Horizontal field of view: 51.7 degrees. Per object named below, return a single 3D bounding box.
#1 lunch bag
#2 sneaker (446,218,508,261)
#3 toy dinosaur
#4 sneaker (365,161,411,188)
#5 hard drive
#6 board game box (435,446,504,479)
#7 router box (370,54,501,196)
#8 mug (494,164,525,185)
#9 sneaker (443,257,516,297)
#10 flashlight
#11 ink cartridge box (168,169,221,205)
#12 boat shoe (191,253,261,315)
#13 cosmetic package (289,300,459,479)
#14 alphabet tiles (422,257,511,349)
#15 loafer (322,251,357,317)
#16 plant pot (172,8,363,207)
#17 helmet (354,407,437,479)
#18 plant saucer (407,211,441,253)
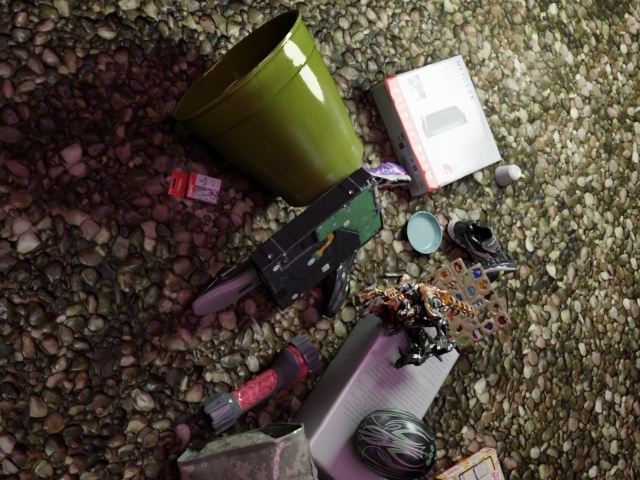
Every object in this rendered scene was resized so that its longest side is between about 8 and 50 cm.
[{"bbox_3d":[-0.141,0.537,1.432,0.286,0.169,0.235,-12,88,-1],"label":"lunch bag"},{"bbox_3d":[0.477,0.016,1.913,0.234,0.106,0.078,38,68,-18],"label":"sneaker"},{"bbox_3d":[0.239,0.174,1.567,0.321,0.164,0.219,-6,67,-6],"label":"toy dinosaur"},{"bbox_3d":[0.167,-0.182,1.815,0.169,0.068,0.071,-1,63,-32],"label":"sneaker"},{"bbox_3d":[0.000,0.000,1.561,0.339,0.237,0.064,-38,63,-10],"label":"hard drive"},{"bbox_3d":[0.421,0.680,1.819,0.193,0.045,0.147,-18,91,-29],"label":"board game box"},{"bbox_3d":[0.335,-0.334,1.903,0.301,0.082,0.336,-25,94,-28],"label":"router box"},{"bbox_3d":[0.584,-0.206,2.026,0.078,0.064,0.062,-25,94,-29],"label":"mug"},{"bbox_3d":[0.440,0.116,1.873,0.234,0.084,0.097,-14,102,2],"label":"sneaker"},{"bbox_3d":[-0.139,0.333,1.543,0.304,0.103,0.103,-28,97,-29],"label":"flashlight"},{"bbox_3d":[-0.298,-0.126,1.569,0.115,0.029,0.063,14,76,-26],"label":"ink cartridge box"},{"bbox_3d":[-0.215,0.100,1.562,0.219,0.078,0.070,-30,62,-25],"label":"boat shoe"},{"bbox_3d":[0.127,0.386,1.642,0.230,0.161,0.453,44,65,-15],"label":"cosmetic package"},{"bbox_3d":[0.390,0.177,1.836,0.198,0.009,0.237,-29,100,5],"label":"alphabet tiles"},{"bbox_3d":[0.035,0.088,1.691,0.078,0.076,0.223,22,68,-18],"label":"loafer"},{"bbox_3d":[-0.089,-0.277,1.550,0.353,0.366,0.366,49,64,-27],"label":"plant pot"},{"bbox_3d":[0.164,0.455,1.478,0.161,0.169,0.169,35,67,-38],"label":"helmet"},{"bbox_3d":[0.289,-0.021,1.867,0.119,0.021,0.119,5,80,-27],"label":"plant saucer"}]
